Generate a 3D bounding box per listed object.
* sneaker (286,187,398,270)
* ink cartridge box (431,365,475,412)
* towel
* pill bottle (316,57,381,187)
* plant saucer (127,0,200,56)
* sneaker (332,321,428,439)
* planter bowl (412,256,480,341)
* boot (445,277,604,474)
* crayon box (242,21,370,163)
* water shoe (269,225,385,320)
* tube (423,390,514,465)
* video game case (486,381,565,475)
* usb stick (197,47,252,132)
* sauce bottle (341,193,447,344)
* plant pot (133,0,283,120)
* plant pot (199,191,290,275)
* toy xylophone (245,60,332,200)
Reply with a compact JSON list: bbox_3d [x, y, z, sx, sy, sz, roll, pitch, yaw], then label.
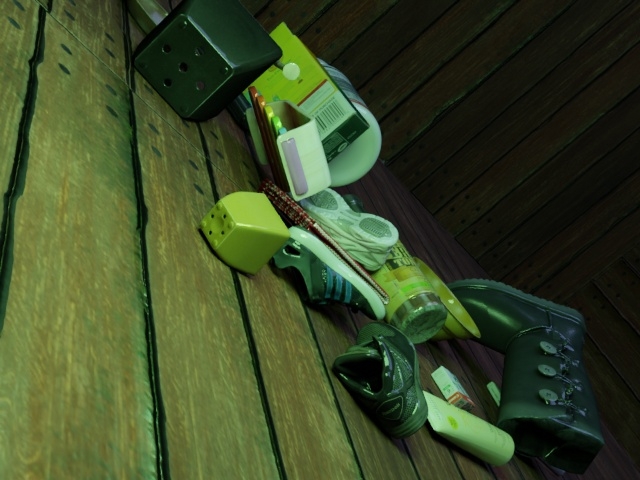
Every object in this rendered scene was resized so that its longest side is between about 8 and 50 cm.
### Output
[{"bbox_3d":[0.026,-0.014,1.756,0.232,0.115,0.090,32,39,20],"label":"sneaker"},{"bbox_3d":[0.252,0.288,1.738,0.063,0.029,0.115,38,16,-48],"label":"ink cartridge box"},{"bbox_3d":[0.000,0.000,1.569,0.199,0.031,0.275,44,-1,-27],"label":"towel"},{"bbox_3d":[-0.001,-0.292,2.238,0.210,0.210,0.363,43,12,-31],"label":"pill bottle"},{"bbox_3d":[-0.318,-0.421,1.880,0.198,0.036,0.198,46,11,-11],"label":"plant saucer"},{"bbox_3d":[0.075,0.160,1.321,0.130,0.087,0.227,51,14,-26],"label":"sneaker"},{"bbox_3d":[0.231,0.144,1.983,0.217,0.090,0.217,47,10,-11],"label":"planter bowl"},{"bbox_3d":[0.404,0.278,2.043,0.367,0.146,0.445,10,35,6],"label":"boot"},{"bbox_3d":[-0.061,-0.291,2.016,0.318,0.202,0.081,57,13,31],"label":"crayon box"},{"bbox_3d":[0.007,0.066,1.410,0.203,0.080,0.073,43,-9,-17],"label":"water shoe"},{"bbox_3d":[0.230,0.305,1.534,0.070,0.062,0.240,2,-24,45],"label":"tube"},{"bbox_3d":[0.459,0.422,2.131,0.190,0.022,0.173,44,12,-31],"label":"video game case"},{"bbox_3d":[-0.205,-0.332,2.000,0.278,0.045,0.077,55,5,29],"label":"usb stick"},{"bbox_3d":[0.117,0.043,1.830,0.111,0.111,0.344,36,17,-51],"label":"sauce bottle"},{"bbox_3d":[-0.207,-0.310,1.606,0.187,0.188,0.167,48,24,-9],"label":"plant pot"},{"bbox_3d":[-0.106,-0.014,1.228,0.083,0.081,0.081,15,34,-53],"label":"plant pot"},{"bbox_3d":[-0.064,-0.195,1.673,0.322,0.081,0.236,-145,-143,-75],"label":"toy xylophone"}]
